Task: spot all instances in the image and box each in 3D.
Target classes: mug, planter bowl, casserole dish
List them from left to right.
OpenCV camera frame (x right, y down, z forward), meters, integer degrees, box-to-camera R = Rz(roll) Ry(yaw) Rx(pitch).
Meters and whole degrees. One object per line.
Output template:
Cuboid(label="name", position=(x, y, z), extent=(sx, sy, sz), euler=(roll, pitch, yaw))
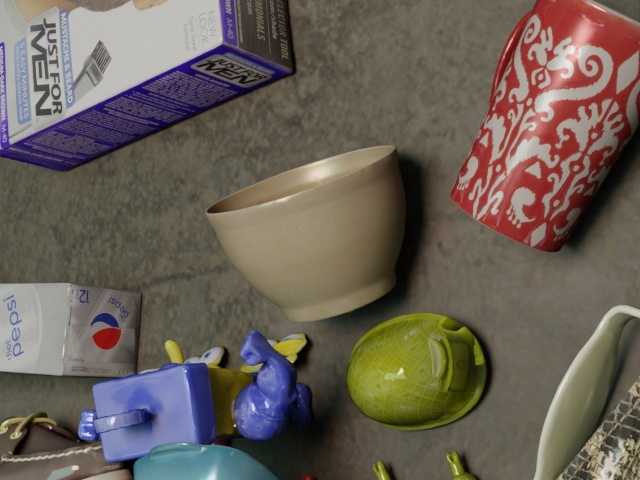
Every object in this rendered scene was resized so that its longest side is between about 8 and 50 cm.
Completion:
Cuboid(label="casserole dish", position=(-0.067, 0.217, 0.856), extent=(0.114, 0.188, 0.037), euler=(-15, 42, 28))
Cuboid(label="planter bowl", position=(0.000, 0.000, 0.906), extent=(0.162, 0.162, 0.109), euler=(-10, 104, 37))
Cuboid(label="mug", position=(0.174, -0.090, 0.818), extent=(0.113, 0.150, 0.169), euler=(26, 106, 2))

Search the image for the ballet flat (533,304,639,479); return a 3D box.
Cuboid(label="ballet flat", position=(0.247, 0.080, 0.696), extent=(0.483, 0.164, 0.182), euler=(-56, 34, 19))

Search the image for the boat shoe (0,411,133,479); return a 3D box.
Cuboid(label="boat shoe", position=(-0.312, 0.226, 1.134), extent=(0.324, 0.116, 0.097), euler=(-19, 75, 41))

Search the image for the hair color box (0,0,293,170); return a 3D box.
Cuboid(label="hair color box", position=(-0.192, -0.207, 1.112), extent=(0.338, 0.110, 0.185), euler=(-17, 71, 34))

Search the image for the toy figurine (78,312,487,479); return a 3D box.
Cuboid(label="toy figurine", position=(-0.071, 0.159, 0.883), extent=(0.362, 0.217, 0.191), euler=(-13, 75, 37))

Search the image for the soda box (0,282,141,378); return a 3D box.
Cuboid(label="soda box", position=(-0.320, 0.093, 1.170), extent=(0.286, 0.098, 0.091), euler=(-2, 82, 38))
